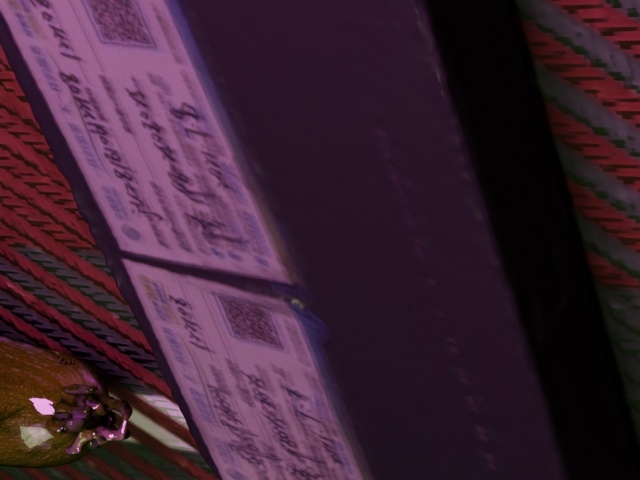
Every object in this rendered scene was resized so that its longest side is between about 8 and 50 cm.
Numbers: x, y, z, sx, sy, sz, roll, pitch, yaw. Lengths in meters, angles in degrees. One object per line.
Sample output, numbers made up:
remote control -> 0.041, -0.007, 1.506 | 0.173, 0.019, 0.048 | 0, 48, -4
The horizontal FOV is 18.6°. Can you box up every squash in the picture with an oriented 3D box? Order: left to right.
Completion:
squash -> -0.218, 0.068, 1.036 | 0.318, 0.071, 0.080 | 17, 108, 30

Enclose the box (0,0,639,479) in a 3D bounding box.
box -> 0.000, 0.000, 0.780 | 0.211, 0.058, 0.350 | 12, 140, 33
